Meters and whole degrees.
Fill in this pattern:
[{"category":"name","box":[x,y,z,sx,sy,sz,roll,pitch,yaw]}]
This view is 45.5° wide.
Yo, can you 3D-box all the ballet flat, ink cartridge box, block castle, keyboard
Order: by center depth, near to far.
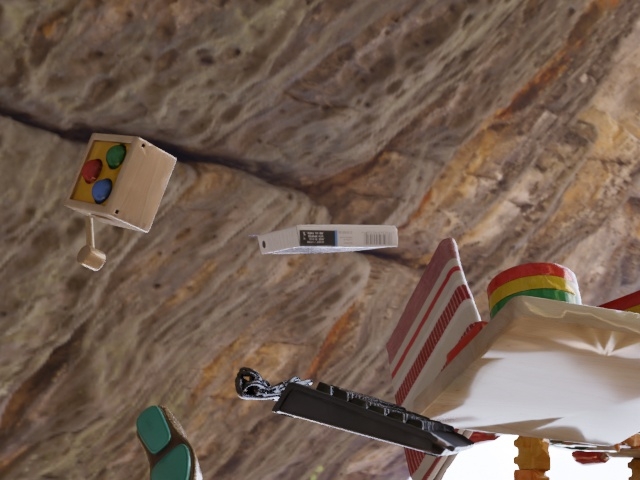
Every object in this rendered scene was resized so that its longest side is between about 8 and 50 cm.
[{"category":"keyboard","box":[0.027,0.140,0.641,0.202,0.317,0.033,11,-102,16]},{"category":"ballet flat","box":[-0.182,0.283,0.968,0.073,0.067,0.206,-38,-149,-2]},{"category":"block castle","box":[0.411,0.453,1.352,0.213,0.453,0.303,-15,-117,45]},{"category":"ink cartridge box","box":[0.000,0.000,1.414,0.208,0.206,0.045,-7,-95,61]}]

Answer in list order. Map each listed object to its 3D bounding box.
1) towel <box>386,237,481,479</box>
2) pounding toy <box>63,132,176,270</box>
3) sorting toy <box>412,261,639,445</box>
[{"category":"towel","box":[0.173,0.177,1.117,0.329,0.037,0.237,-94,-157,-57]},{"category":"pounding toy","box":[-0.351,-0.061,1.206,0.181,0.094,0.206,11,-103,41]},{"category":"sorting toy","box":[0.260,0.120,0.807,0.255,0.257,0.089,116,-20,-52]}]
